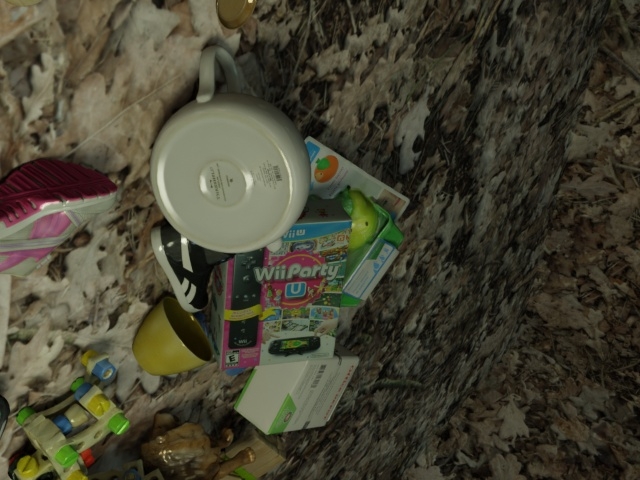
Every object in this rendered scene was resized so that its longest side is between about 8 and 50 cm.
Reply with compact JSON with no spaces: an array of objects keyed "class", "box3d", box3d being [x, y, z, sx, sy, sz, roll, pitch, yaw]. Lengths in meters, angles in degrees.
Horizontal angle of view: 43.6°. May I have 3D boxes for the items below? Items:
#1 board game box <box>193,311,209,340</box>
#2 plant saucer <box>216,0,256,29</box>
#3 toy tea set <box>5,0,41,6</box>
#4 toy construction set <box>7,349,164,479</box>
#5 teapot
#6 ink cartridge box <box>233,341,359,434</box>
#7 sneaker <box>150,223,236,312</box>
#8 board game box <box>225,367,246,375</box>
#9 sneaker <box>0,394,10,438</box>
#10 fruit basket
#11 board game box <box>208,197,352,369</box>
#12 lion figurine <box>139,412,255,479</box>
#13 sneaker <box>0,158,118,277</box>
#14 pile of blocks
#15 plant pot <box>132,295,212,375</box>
[{"class":"board game box","box3d":[-0.248,0.191,1.491,0.090,0.020,0.090,-40,147,-32]},{"class":"plant saucer","box3d":[-0.127,-0.352,1.173,0.083,0.015,0.083,-39,146,-34]},{"class":"toy tea set","box3d":[-0.228,-0.382,0.778,0.200,0.124,0.335,15,110,-21]},{"class":"toy construction set","box3d":[-0.382,0.350,1.305,0.215,0.151,0.327,-43,137,-31]},{"class":"teapot","box3d":[-0.124,-0.118,1.205,0.256,0.253,0.187,-56,-176,25]},{"class":"ink cartridge box","box3d":[-0.048,0.329,1.858,0.198,0.115,0.273,-62,152,6]},{"class":"sneaker","box3d":[-0.189,0.045,1.326,0.121,0.079,0.216,-13,144,4]},{"class":"board game box","box3d":[-0.151,0.199,1.653,0.133,0.033,0.168,-21,139,-57]},{"class":"sneaker","box3d":[-0.508,0.308,1.135,0.223,0.083,0.098,-55,173,-1]},{"class":"fruit basket","box3d":[0.000,0.000,1.565,0.327,0.165,0.353,-55,144,7]},{"class":"board game box","box3d":[-0.078,0.079,1.453,0.224,0.097,0.303,-4,120,-19]},{"class":"lion figurine","box3d":[-0.284,0.502,1.613,0.240,0.142,0.392,-12,131,-46]},{"class":"sneaker","box3d":[-0.372,-0.020,1.009,0.252,0.103,0.111,-25,141,-39]},{"class":"pile of blocks","box3d":[-0.209,0.545,1.841,0.362,0.149,0.112,-62,-163,23]},{"class":"plant pot","box3d":[-0.262,0.177,1.361,0.095,0.134,0.134,-36,153,7]}]
